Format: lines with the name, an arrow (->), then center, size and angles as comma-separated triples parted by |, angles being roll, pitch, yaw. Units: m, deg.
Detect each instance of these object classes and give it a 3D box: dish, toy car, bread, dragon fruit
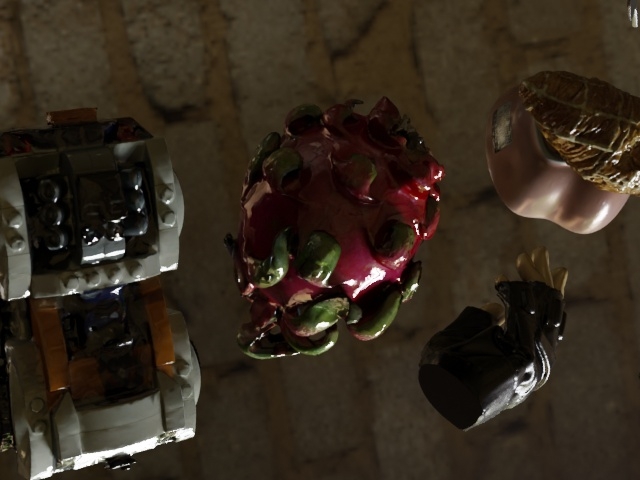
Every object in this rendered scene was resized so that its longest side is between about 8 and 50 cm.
dish -> 0.314, -0.122, 1.586 | 0.090, 0.213, 0.213 | 124, -43, -70
toy car -> -0.195, 0.043, 1.042 | 0.118, 0.193, 0.301 | 16, -68, 55
bread -> 0.310, -0.105, 1.342 | 0.105, 0.233, 0.076 | -60, -164, 13
dragon fruit -> 0.008, -0.005, 1.170 | 0.218, 0.198, 0.273 | 58, -19, 15

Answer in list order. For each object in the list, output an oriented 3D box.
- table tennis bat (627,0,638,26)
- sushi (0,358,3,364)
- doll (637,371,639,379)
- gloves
table tennis bat -> 0.347, -0.264, 1.408 | 0.083, 0.007, 0.050 | 59, 45, -61
sushi -> -0.476, 0.073, 1.662 | 0.182, 0.196, 0.343 | -26, -134, 50
doll -> 0.458, 0.200, 1.613 | 0.125, 0.037, 0.027 | 38, 7, 8
gloves -> 0.187, 0.092, 1.266 | 0.124, 0.203, 0.164 | 61, -23, -8
